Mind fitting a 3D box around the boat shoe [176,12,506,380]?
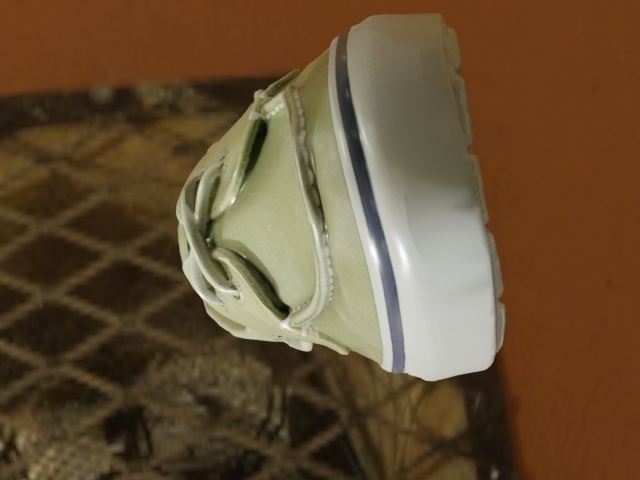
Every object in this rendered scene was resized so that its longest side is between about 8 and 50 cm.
[{"bbox_3d":[0.000,0.000,0.660,0.094,0.302,0.109,-9,-97,-3],"label":"boat shoe"}]
